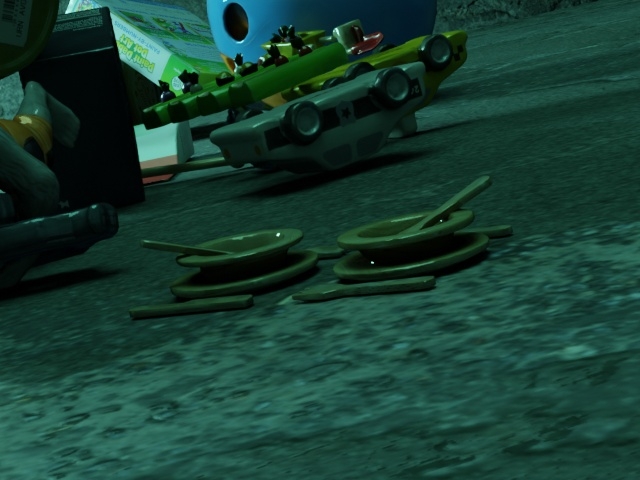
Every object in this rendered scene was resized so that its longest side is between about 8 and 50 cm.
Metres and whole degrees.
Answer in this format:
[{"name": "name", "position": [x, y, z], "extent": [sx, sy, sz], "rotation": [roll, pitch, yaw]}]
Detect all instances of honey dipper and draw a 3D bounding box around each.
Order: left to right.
[{"name": "honey dipper", "position": [-0.154, -0.072, 1.498], "extent": [0.160, 0.031, 0.030], "rotation": [-7, 10, 9]}]

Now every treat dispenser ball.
[{"name": "treat dispenser ball", "position": [0.002, -0.298, 1.852], "extent": [0.288, 0.288, 0.288], "rotation": [-12, 9, 2]}]

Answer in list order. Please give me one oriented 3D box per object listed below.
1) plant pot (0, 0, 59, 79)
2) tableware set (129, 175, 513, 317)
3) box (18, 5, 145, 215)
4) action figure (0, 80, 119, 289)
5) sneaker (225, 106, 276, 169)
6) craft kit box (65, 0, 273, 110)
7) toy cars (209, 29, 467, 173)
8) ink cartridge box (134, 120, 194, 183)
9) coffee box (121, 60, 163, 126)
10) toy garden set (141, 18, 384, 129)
[{"name": "plant pot", "position": [-0.377, -0.229, 1.317], "extent": [0.293, 0.275, 0.274], "rotation": [12, 22, 39]}, {"name": "tableware set", "position": [0.000, 0.000, 0.823], "extent": [0.194, 0.039, 0.128], "rotation": [-7, 10, 29]}, {"name": "box", "position": [-0.230, -0.126, 1.419], "extent": [0.093, 0.156, 0.158], "rotation": [-11, 24, -5]}, {"name": "action figure", "position": [-0.324, -0.037, 1.048], "extent": [0.341, 0.179, 0.330], "rotation": [-15, 8, -5]}, {"name": "sneaker", "position": [-0.054, -0.100, 1.456], "extent": [0.058, 0.052, 0.135], "rotation": [0, 22, -26]}, {"name": "craft kit box", "position": [-0.191, -0.264, 2.072], "extent": [0.246, 0.061, 0.250], "rotation": [33, 18, 27]}, {"name": "toy cars", "position": [0.036, -0.117, 1.374], "extent": [0.176, 0.087, 0.393], "rotation": [-14, 11, 19]}, {"name": "ink cartridge box", "position": [-0.242, -0.088, 1.632], "extent": [0.181, 0.056, 0.225], "rotation": [-12, 7, 4]}, {"name": "coffee box", "position": [-0.295, -0.199, 2.094], "extent": [0.098, 0.141, 0.246], "rotation": [-9, 10, 15]}, {"name": "toy garden set", "position": [-0.046, -0.177, 1.439], "extent": [0.203, 0.049, 0.244], "rotation": [-27, 11, -28]}]
